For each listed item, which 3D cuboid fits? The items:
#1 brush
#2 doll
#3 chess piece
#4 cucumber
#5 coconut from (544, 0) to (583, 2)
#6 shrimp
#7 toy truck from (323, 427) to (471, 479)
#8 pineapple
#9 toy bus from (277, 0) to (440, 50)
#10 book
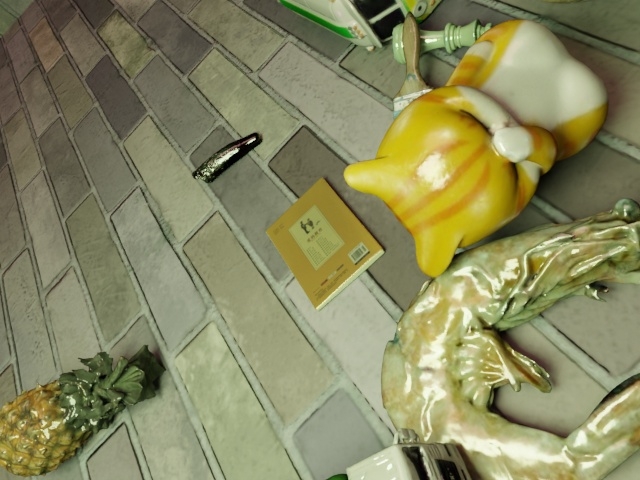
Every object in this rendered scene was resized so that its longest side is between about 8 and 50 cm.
[{"bbox_3d":[0.126,-0.220,0.741,0.070,0.021,0.196,-7,79,33],"label":"brush"},{"bbox_3d":[0.169,-0.109,0.561,0.166,0.162,0.270,45,59,7],"label":"doll"},{"bbox_3d":[0.178,-0.284,0.760,0.149,0.059,0.059,2,66,31],"label":"chess piece"},{"bbox_3d":[-0.161,-0.144,0.929,0.135,0.034,0.033,-39,44,10],"label":"cucumber"},{"bbox_3d":[0.322,-0.463,0.571,0.415,0.344,0.415,-30,32,21],"label":"coconut"},{"bbox_3d":[0.211,0.091,0.504,0.360,0.085,0.247,-38,52,19],"label":"shrimp"},{"bbox_3d":[0.017,0.263,0.489,0.242,0.125,0.101,-39,47,26],"label":"toy truck"},{"bbox_3d":[-0.347,0.237,0.788,0.248,0.128,0.128,-33,50,9],"label":"pineapple"},{"bbox_3d":[0.046,-0.428,0.876,0.179,0.143,0.305,-49,48,5],"label":"toy bus"},{"bbox_3d":[0.000,0.000,0.746,0.118,0.012,0.172,-42,48,8],"label":"book"}]
